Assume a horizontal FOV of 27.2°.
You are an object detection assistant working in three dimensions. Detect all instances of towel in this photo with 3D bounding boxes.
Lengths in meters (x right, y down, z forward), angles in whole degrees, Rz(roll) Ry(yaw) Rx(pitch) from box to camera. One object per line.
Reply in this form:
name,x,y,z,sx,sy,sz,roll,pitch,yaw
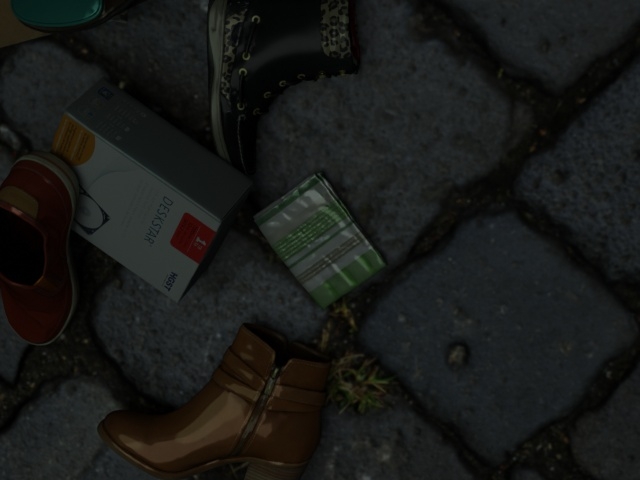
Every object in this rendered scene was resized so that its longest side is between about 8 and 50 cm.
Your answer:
towel,0.000,0.000,1.682,0.113,0.023,0.152,-34,97,21

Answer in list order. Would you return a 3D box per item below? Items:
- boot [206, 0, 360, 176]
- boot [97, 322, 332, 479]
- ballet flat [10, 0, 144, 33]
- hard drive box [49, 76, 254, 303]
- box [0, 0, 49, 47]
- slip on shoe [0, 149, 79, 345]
boot,-0.043,-0.190,1.608,0.179,0.085,0.236,0,106,10
boot,-0.134,0.210,1.716,0.284,0.109,0.220,19,109,5
ballet flat,-0.243,-0.308,1.601,0.280,0.096,0.095,-11,82,29
hard drive box,-0.223,-0.061,1.644,0.232,0.089,0.181,34,136,3
box,-0.422,-0.347,1.685,0.164,0.021,0.201,-12,102,15
slip on shoe,-0.374,0.028,1.679,0.123,0.101,0.331,27,139,9
